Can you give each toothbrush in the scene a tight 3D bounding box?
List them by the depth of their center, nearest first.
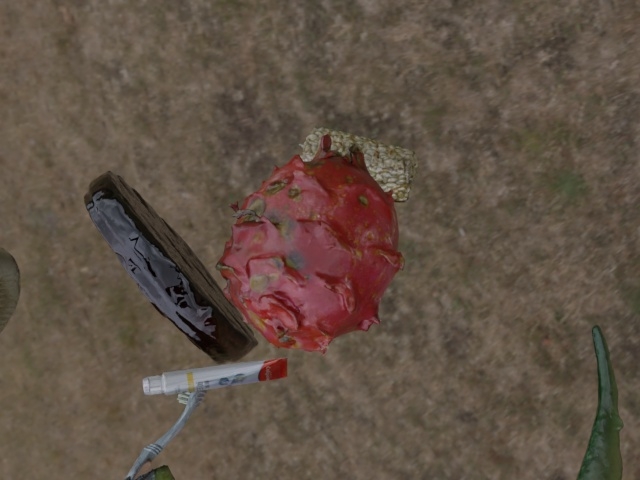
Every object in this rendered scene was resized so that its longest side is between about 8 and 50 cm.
[{"bbox_3d":[-0.245,0.315,1.340,0.037,0.375,0.028,17,145,24],"label":"toothbrush"}]

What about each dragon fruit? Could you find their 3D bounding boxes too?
[{"bbox_3d":[0.000,0.000,1.176,0.210,0.268,0.205,7,150,20],"label":"dragon fruit"}]

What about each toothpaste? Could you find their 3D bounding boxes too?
[{"bbox_3d":[-0.137,0.180,1.358,0.048,0.190,0.031,92,168,-47],"label":"toothpaste"}]

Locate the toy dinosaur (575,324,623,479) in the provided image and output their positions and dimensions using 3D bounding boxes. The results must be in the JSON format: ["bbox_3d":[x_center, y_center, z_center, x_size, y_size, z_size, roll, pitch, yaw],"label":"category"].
[{"bbox_3d":[0.137,0.285,0.709,0.087,0.447,0.301,36,128,-28],"label":"toy dinosaur"}]

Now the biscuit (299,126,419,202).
[{"bbox_3d":[0.053,-0.104,1.445,0.168,0.070,0.082,11,146,11],"label":"biscuit"}]

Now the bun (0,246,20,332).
[{"bbox_3d":[-0.458,0.066,1.265,0.113,0.173,0.166,27,77,18],"label":"bun"}]

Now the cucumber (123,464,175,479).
[{"bbox_3d":[-0.249,0.315,1.144,0.257,0.044,0.043,-36,53,33],"label":"cucumber"}]

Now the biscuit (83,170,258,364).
[{"bbox_3d":[-0.270,0.055,1.814,0.091,0.407,0.407,-40,76,0],"label":"biscuit"}]
